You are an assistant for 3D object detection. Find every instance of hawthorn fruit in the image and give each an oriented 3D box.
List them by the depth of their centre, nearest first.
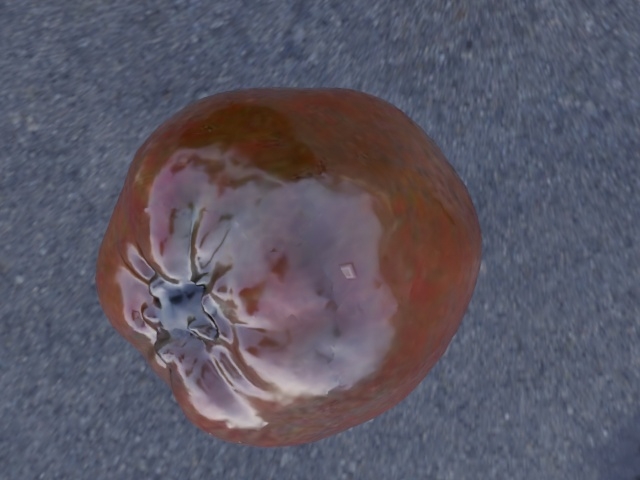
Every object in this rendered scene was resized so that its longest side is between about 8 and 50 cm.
[{"bbox_3d":[0.000,0.000,0.848,0.210,0.262,0.211,13,115,29],"label":"hawthorn fruit"}]
